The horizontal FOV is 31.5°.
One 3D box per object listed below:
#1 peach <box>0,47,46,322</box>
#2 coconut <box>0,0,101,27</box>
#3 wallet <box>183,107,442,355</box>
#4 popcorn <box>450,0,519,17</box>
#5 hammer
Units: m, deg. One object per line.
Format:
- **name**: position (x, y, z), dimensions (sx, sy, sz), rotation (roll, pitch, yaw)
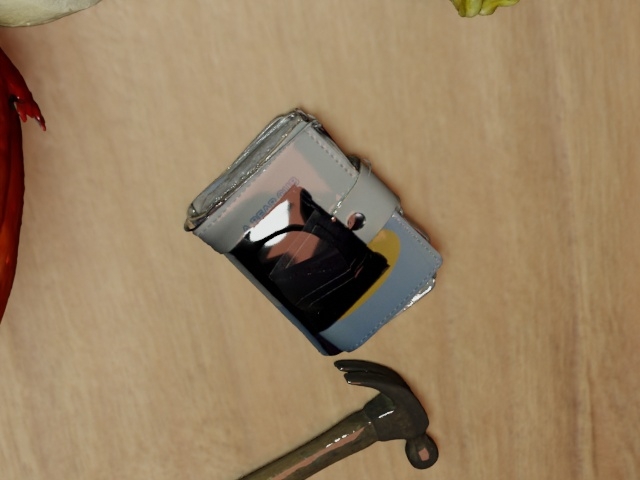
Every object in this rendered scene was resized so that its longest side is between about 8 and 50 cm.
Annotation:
- **peach**: position (-0.352, -0.027, 0.752), dimensions (0.370, 0.370, 0.370), rotation (-9, 116, -19)
- **coconut**: position (-0.225, -0.238, 0.836), dimensions (0.161, 0.162, 0.161), rotation (-8, 100, -47)
- **wallet**: position (0.000, 0.000, 1.087), dimensions (0.170, 0.069, 0.231), rotation (-41, 121, 5)
- **popcorn**: position (0.132, -0.286, 0.971), dimensions (0.174, 0.142, 0.173), rotation (0, 96, 2)
- **hammer**: position (-0.084, 0.277, 1.192), dimensions (0.440, 0.044, 0.168), rotation (-30, 122, -8)
